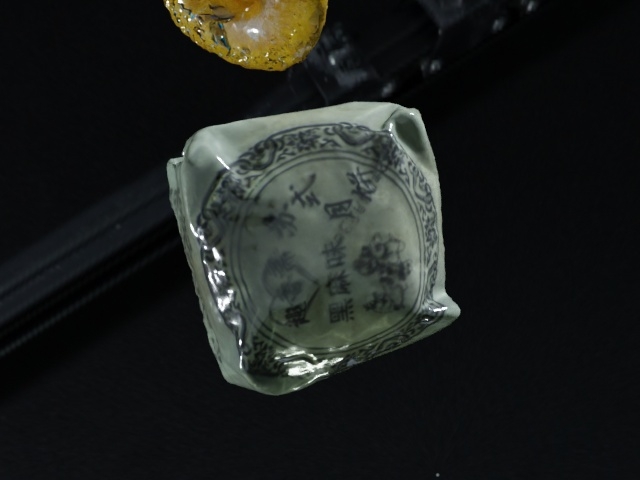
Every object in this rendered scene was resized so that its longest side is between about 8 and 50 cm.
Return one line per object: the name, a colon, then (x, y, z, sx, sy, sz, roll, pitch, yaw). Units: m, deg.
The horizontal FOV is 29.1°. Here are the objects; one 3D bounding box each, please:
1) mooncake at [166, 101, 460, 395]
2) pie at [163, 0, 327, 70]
mooncake: (0.002, 0.001, 1.149, 0.250, 0.136, 0.254, -15, -85, -17)
pie: (-0.092, -0.316, 1.385, 0.273, 0.069, 0.273, 15, -65, 37)
